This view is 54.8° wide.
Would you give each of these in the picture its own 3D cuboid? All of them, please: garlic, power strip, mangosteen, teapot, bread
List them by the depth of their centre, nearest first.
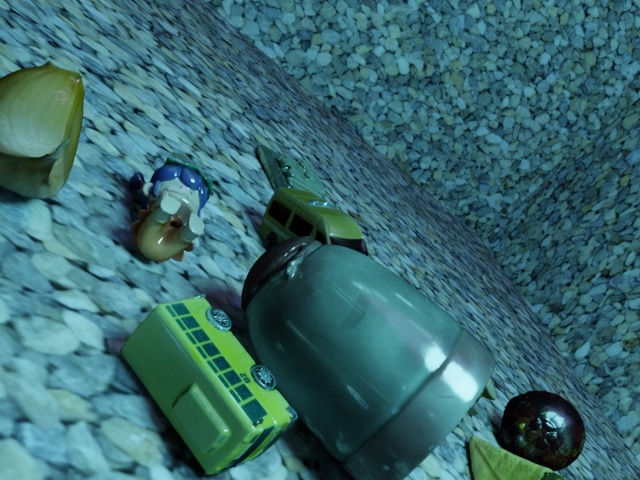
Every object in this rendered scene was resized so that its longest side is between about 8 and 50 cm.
[{"bbox_3d":[-0.327,-0.106,0.698,0.207,0.128,0.115,-111,-166,-46],"label":"garlic"},{"bbox_3d":[0.034,0.139,0.839,0.312,0.233,0.315,44,-12,10],"label":"teapot"},{"bbox_3d":[0.318,0.457,1.017,0.167,0.163,0.264,42,-13,-8],"label":"bread"},{"bbox_3d":[0.460,0.396,1.279,0.173,0.172,0.184,60,4,38],"label":"mangosteen"},{"bbox_3d":[-0.045,-0.148,1.479,0.213,0.064,0.198,27,27,-47],"label":"power strip"}]

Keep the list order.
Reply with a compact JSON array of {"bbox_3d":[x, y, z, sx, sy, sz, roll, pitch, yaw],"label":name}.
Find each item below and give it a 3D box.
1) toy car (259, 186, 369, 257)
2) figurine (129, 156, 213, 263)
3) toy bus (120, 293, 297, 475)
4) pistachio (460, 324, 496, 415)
[{"bbox_3d":[0.000,0.000,1.064,0.101,0.125,0.256,4,21,-39],"label":"toy car"},{"bbox_3d":[-0.210,-0.047,0.846,0.111,0.102,0.195,42,21,-21],"label":"figurine"},{"bbox_3d":[-0.117,0.149,0.640,0.175,0.088,0.101,48,19,17],"label":"toy bus"},{"bbox_3d":[0.253,0.236,1.216,0.223,0.126,0.152,51,-17,15],"label":"pistachio"}]
